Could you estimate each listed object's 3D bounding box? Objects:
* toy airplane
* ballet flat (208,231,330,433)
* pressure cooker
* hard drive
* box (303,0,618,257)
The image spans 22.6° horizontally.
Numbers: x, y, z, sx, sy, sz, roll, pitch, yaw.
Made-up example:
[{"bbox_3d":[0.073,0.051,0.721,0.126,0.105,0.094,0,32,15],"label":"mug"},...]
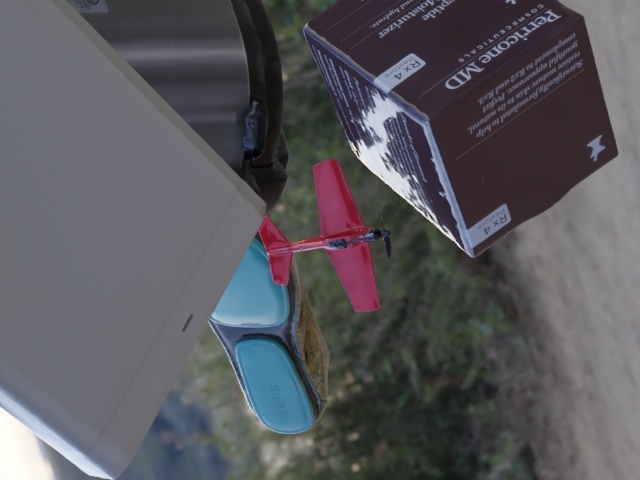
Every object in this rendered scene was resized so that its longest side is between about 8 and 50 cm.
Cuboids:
[{"bbox_3d":[0.000,0.000,1.478,0.151,0.028,0.151,13,117,28],"label":"toy airplane"},{"bbox_3d":[-0.061,0.064,1.693,0.348,0.123,0.123,73,173,-45],"label":"ballet flat"},{"bbox_3d":[-0.241,-0.161,1.808,0.375,0.420,0.370,-1,96,48],"label":"pressure cooker"},{"bbox_3d":[-0.174,-0.032,0.896,0.040,0.203,0.307,1,144,45],"label":"hard drive"},{"bbox_3d":[0.123,-0.131,1.407,0.203,0.168,0.167,43,163,45],"label":"box"}]
